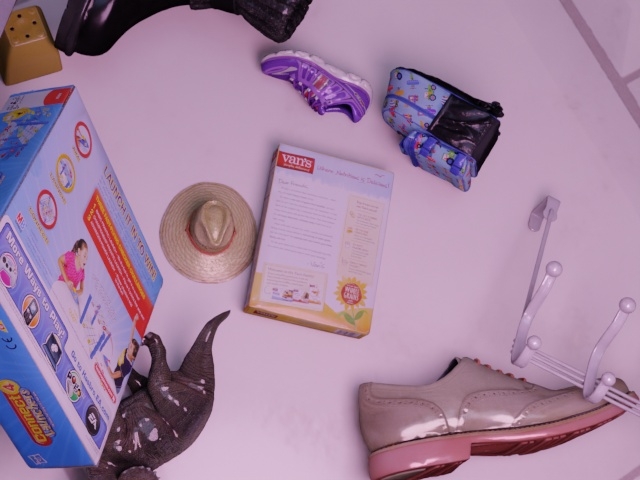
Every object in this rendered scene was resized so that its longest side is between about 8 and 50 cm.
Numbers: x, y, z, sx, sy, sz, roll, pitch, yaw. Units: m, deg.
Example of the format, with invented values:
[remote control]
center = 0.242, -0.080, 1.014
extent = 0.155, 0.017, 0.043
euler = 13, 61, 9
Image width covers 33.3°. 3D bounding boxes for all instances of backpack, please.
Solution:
[backpack]
center = 0.158, -0.163, 1.504
extent = 0.173, 0.158, 0.117
euler = 30, 87, 9

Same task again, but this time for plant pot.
[plant pot]
center = -0.393, -0.267, 1.422
extent = 0.081, 0.083, 0.081
euler = -20, 81, -20

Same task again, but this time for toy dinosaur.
[toy dinosaur]
center = -0.212, 0.219, 1.337
extent = 0.160, 0.121, 0.313
euler = 48, 63, -11

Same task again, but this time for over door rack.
[over door rack]
center = 0.392, 0.083, 1.454
extent = 0.239, 0.108, 0.324
euler = 27, 43, -6

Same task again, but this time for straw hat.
[straw hat]
center = -0.144, -0.019, 1.431
extent = 0.144, 0.061, 0.144
euler = 4, 74, -14

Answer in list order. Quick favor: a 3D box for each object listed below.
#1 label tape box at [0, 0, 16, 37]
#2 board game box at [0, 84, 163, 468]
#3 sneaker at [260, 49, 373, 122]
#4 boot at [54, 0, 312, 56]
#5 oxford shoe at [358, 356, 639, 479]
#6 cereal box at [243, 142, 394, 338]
[label tape box]
center = -0.473, -0.215, 1.254
extent = 0.106, 0.240, 0.334
euler = 35, 49, -32
[board game box]
center = -0.298, 0.039, 1.192
extent = 0.086, 0.308, 0.302
euler = -6, 38, 15
[sneaker]
center = -0.007, -0.218, 1.520
extent = 0.170, 0.068, 0.071
euler = 21, 77, -9
[boot]
center = -0.162, -0.327, 1.430
extent = 0.260, 0.131, 0.348
euler = 36, 74, -4
[oxford shoe]
center = 0.240, 0.214, 1.429
extent = 0.397, 0.140, 0.146
euler = -7, 68, -20
[cereal box]
center = 0.000, 0.000, 1.470
extent = 0.173, 0.047, 0.240
euler = 15, 71, -12
